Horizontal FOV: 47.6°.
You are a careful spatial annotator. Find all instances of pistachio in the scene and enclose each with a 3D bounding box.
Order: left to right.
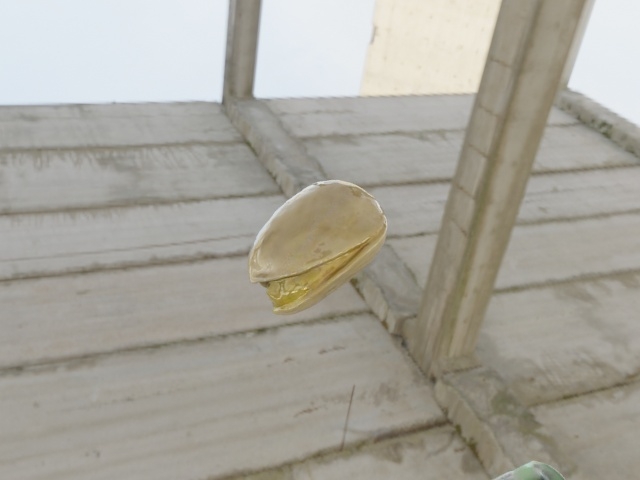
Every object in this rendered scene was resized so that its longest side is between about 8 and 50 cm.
[{"bbox_3d":[0.000,0.000,0.827,0.145,0.117,0.200,-17,-167,39],"label":"pistachio"}]

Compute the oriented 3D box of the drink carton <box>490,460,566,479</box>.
[{"bbox_3d":[0.129,0.271,0.617,0.142,0.144,0.146,7,-125,-24],"label":"drink carton"}]
